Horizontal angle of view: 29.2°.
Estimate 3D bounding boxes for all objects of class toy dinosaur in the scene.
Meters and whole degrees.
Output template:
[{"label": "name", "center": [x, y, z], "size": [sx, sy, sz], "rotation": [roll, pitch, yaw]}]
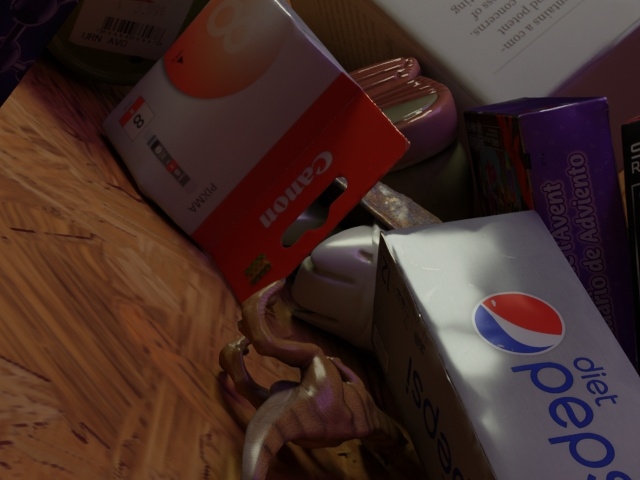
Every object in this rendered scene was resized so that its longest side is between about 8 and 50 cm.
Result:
[{"label": "toy dinosaur", "center": [-0.008, 0.080, 0.591], "size": [0.112, 0.064, 0.211], "rotation": [47, 17, 20]}]

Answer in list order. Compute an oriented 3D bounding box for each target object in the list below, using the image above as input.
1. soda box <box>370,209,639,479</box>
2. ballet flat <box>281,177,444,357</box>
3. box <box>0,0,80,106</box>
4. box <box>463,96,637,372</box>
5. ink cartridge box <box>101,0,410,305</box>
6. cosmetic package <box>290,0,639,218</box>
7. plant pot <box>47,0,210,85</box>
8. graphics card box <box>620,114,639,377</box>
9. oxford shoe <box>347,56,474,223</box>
[{"label": "soda box", "center": [0.111, 0.108, 0.614], "size": [0.098, 0.091, 0.286], "rotation": [-8, 40, -13]}, {"label": "ballet flat", "center": [0.000, 0.000, 0.812], "size": [0.316, 0.108, 0.106], "rotation": [42, 34, 27]}, {"label": "box", "center": [-0.222, -0.116, 0.409], "size": [0.261, 0.184, 0.103], "rotation": [21, 24, -49]}, {"label": "box", "center": [0.158, 0.003, 0.851], "size": [0.293, 0.057, 0.201], "rotation": [-84, 162, -84]}, {"label": "ink cartridge box", "center": [-0.047, -0.065, 0.753], "size": [0.045, 0.145, 0.179], "rotation": [32, 17, -47]}, {"label": "cosmetic package", "center": [0.199, -0.263, 1.371], "size": [0.394, 0.329, 0.327], "rotation": [47, -10, 24]}, {"label": "plant pot", "center": [-0.153, -0.263, 0.920], "size": [0.274, 0.275, 0.294], "rotation": [26, 36, -42]}, {"label": "graphics card box", "center": [0.272, 0.122, 0.703], "size": [0.232, 0.094, 0.371], "rotation": [23, 59, -46]}, {"label": "oxford shoe", "center": [0.053, -0.076, 1.132], "size": [0.397, 0.140, 0.147], "rotation": [-102, 171, -74]}]
